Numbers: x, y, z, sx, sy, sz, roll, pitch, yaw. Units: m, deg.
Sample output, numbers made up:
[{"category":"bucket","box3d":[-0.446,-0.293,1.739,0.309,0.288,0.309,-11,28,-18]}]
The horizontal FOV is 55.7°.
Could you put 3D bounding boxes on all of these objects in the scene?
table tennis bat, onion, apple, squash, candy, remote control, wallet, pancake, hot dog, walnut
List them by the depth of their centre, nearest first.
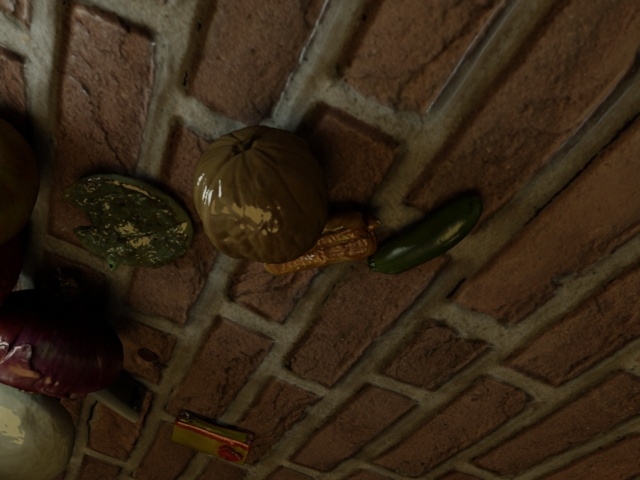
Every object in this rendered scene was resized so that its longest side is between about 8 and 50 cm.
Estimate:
[{"category":"walnut","box3d":[-0.092,-0.066,0.951,0.228,0.228,0.228,8,137,8]},{"category":"apple","box3d":[-0.631,-0.096,1.038,0.264,0.264,0.264,8,137,8]},{"category":"squash","box3d":[0.176,0.003,1.042,0.069,0.069,0.258,36,133,-21]},{"category":"hot dog","box3d":[0.000,0.000,1.083,0.249,0.076,0.102,-15,132,26]},{"category":"pancake","box3d":[-0.365,-0.033,1.164,0.254,0.037,0.253,3,136,3]},{"category":"onion","box3d":[-0.603,0.202,1.359,0.348,0.285,0.347,21,178,1]},{"category":"candy","box3d":[-0.786,0.459,1.470,0.386,0.186,0.427,32,129,-14]},{"category":"table tennis bat","box3d":[-0.441,0.309,1.579,0.050,0.007,0.083,-20,125,31]},{"category":"remote control","box3d":[-0.581,0.358,1.602,0.055,0.109,0.313,-32,121,21]},{"category":"wallet","box3d":[-0.320,0.588,1.793,0.241,0.067,0.141,19,135,-3]}]

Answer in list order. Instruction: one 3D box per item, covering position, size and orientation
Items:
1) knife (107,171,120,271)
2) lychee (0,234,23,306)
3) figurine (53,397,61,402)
[{"category":"knife","box3d":[-0.416,-0.028,1.213,0.043,0.020,0.293,18,136,-7]},{"category":"lychee","box3d":[-0.726,0.028,1.212,0.255,0.300,0.255,-21,153,-11]},{"category":"figurine","box3d":[-0.764,0.347,1.595,0.218,0.169,0.327,-35,128,10]}]
